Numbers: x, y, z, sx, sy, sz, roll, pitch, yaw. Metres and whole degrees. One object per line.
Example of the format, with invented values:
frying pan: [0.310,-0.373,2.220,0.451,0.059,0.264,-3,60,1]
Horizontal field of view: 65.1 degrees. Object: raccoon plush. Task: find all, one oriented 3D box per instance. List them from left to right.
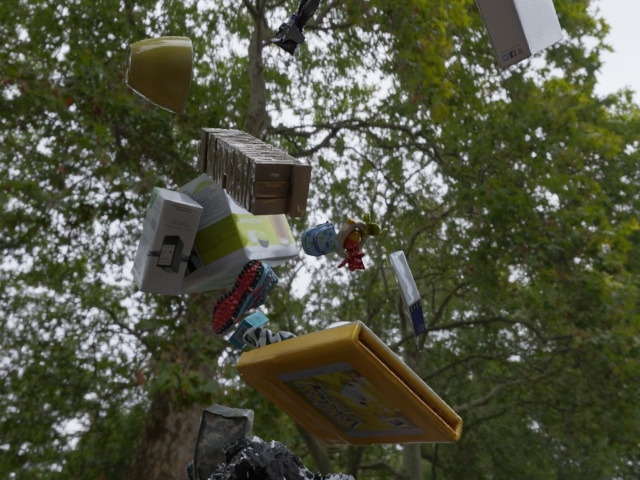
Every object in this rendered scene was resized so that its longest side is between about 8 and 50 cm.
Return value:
raccoon plush: [-0.110,0.592,0.987,0.446,0.216,0.299,32,-66,-17]

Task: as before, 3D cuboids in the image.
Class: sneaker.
sneaker: [-0.220,0.188,1.515,0.262,0.104,0.125,-51,-40,6]
sneaker: [-0.177,0.361,1.558,0.234,0.153,0.094,1,-36,35]

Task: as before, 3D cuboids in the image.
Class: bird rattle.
bird rattle: [0.124,0.001,1.950,0.206,0.143,0.254,19,-67,-50]

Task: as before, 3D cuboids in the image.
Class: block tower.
block tower: [-0.138,-0.135,0.923,0.097,0.335,0.091,-4,-67,-31]

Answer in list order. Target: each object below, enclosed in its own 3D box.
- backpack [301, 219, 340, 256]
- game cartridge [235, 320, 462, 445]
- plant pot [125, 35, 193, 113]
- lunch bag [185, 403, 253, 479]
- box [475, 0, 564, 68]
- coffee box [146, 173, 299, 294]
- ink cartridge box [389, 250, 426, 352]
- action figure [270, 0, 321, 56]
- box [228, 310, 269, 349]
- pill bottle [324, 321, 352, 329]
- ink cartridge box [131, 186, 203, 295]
backpack: [0.000,0.000,1.629,0.114,0.084,0.105,-19,-79,-19]
game cartridge: [0.035,0.273,0.884,0.323,0.053,0.285,-26,-62,41]
plant pot: [-0.289,-0.299,0.883,0.095,0.134,0.134,3,-40,-29]
lunch bag: [-0.304,0.654,1.507,0.168,0.287,0.235,9,-14,-1]
box: [0.303,-0.464,0.833,0.058,0.232,0.322,-13,-75,42]
coffee box: [-0.342,-0.031,1.790,0.338,0.335,0.337,-25,-10,25]
ink cartridge box: [0.259,0.175,1.421,0.045,0.224,0.223,-17,-34,6]
action figure: [-0.022,-0.617,1.281,0.099,0.185,0.285,24,-69,-31]
box: [-0.268,0.337,1.903,0.060,0.244,0.101,37,-88,5]
pill bottle: [0.043,0.289,1.052,0.121,0.121,0.216,6,-64,-11]
ink cartridge box: [-0.482,0.000,1.557,0.121,0.211,0.290,13,-80,-30]
